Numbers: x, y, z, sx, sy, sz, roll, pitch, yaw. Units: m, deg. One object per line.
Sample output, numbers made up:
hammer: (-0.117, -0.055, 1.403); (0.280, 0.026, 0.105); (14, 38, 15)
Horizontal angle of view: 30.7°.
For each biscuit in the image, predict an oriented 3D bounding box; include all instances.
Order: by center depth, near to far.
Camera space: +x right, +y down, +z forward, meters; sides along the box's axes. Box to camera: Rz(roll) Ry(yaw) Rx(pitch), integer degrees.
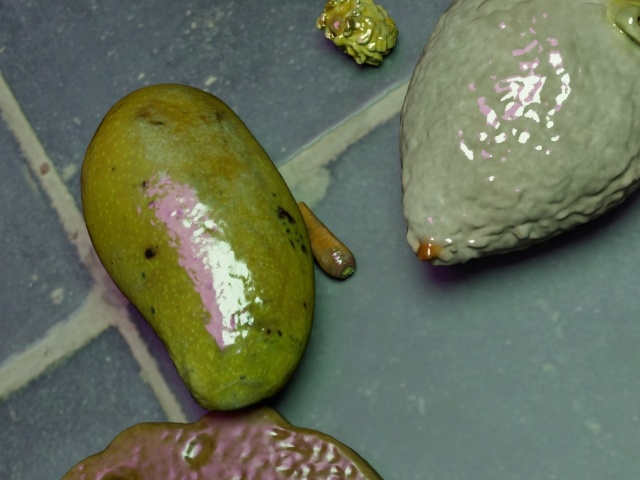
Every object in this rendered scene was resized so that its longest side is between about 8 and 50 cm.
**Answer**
biscuit: (-0.098, 0.315, 0.978); (0.381, 0.074, 0.359); (-28, 60, 6)

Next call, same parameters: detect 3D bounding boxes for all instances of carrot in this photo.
carrot: (0.000, 0.000, 1.108); (0.032, 0.032, 0.093); (-38, 59, -1)

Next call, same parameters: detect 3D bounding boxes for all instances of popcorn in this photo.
popcorn: (0.038, -0.212, 1.162); (0.082, 0.083, 0.057); (46, 114, 6)

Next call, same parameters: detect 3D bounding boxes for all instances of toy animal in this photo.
toy animal: (0.194, -0.124, 1.013); (0.226, 0.188, 0.358); (21, 76, 30)

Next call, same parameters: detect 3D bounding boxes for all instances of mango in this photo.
mango: (-0.104, -0.007, 1.058); (0.176, 0.175, 0.329); (-43, 56, 11)
